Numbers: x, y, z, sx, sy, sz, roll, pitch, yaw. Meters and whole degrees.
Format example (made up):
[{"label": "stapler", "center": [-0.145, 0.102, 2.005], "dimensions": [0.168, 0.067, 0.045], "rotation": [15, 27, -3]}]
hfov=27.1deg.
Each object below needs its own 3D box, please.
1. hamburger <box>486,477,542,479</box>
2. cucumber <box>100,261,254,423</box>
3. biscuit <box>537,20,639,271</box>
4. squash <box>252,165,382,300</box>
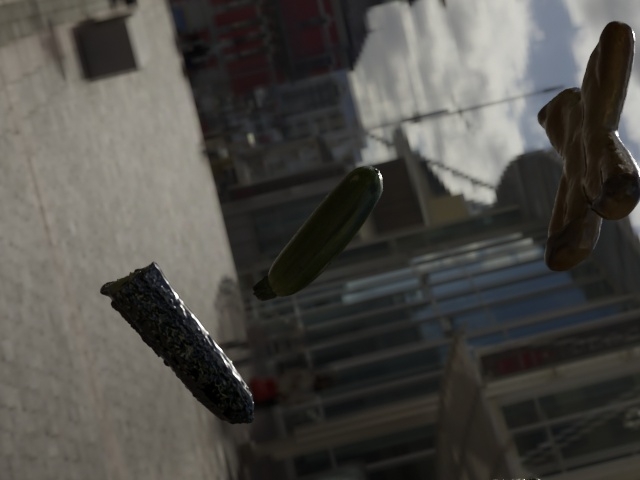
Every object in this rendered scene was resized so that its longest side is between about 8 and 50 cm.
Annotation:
[{"label": "hamburger", "center": [0.233, 0.384, 1.283], "dimensions": [0.195, 0.318, 0.276], "rotation": [7, -94, 53]}, {"label": "cucumber", "center": [-0.147, 0.116, 1.443], "dimensions": [0.245, 0.067, 0.067], "rotation": [56, 11, -33]}, {"label": "biscuit", "center": [0.263, -0.088, 1.292], "dimensions": [0.164, 0.047, 0.207], "rotation": [126, -25, -53]}, {"label": "squash", "center": [0.000, 0.000, 1.825], "dimensions": [0.066, 0.252, 0.066], "rotation": [37, 15, -12]}]
